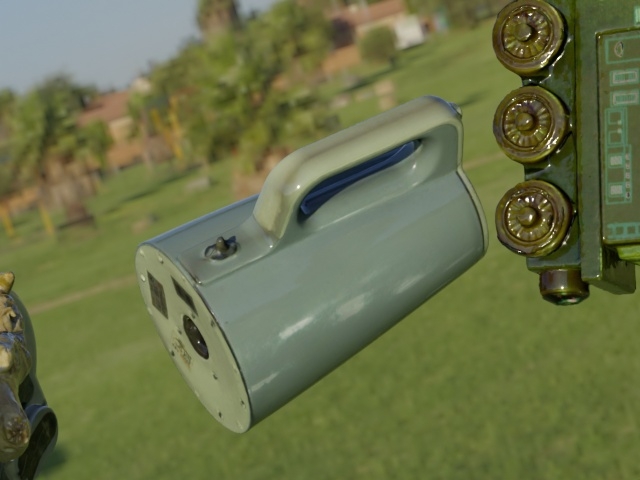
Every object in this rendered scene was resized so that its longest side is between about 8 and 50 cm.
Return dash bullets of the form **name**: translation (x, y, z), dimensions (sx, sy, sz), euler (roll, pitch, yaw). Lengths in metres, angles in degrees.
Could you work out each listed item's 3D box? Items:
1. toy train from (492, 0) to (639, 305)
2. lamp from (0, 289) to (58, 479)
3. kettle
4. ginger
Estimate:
- **toy train**: translation (0.184, -0.072, 1.103), dimensions (0.137, 0.226, 0.090), euler (-5, -10, 27)
- **lamp**: translation (-0.338, 0.138, 1.652), dimensions (0.108, 0.246, 0.179), euler (1, 41, 30)
- **kettle**: translation (0.000, 0.000, 1.301), dimensions (0.243, 0.211, 0.160), euler (-30, 53, -20)
- **ginger**: translation (-0.278, 0.105, 1.430), dimensions (0.065, 0.149, 0.259), euler (4, 34, -28)
